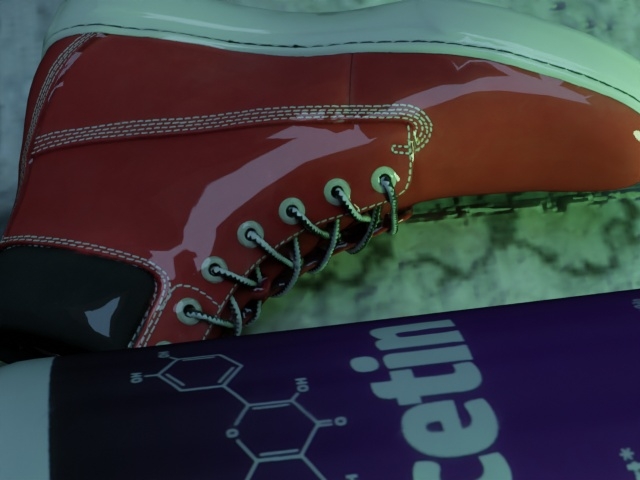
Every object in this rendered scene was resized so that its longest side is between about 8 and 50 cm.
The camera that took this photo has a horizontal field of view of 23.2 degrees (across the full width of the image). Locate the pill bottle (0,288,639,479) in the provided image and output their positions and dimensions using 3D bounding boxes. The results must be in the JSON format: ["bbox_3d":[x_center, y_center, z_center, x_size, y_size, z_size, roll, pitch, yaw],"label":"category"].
[{"bbox_3d":[0.007,0.114,0.440,0.323,0.181,0.181,-7,59,-7],"label":"pill bottle"}]

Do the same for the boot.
[{"bbox_3d":[0.000,0.000,0.570,0.244,0.088,0.176,4,58,9],"label":"boot"}]
